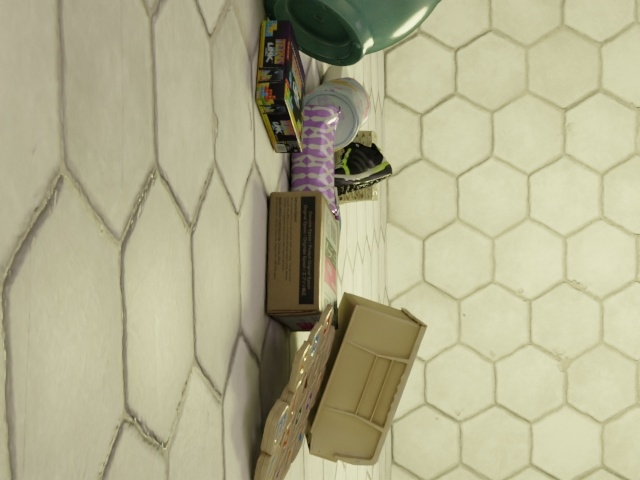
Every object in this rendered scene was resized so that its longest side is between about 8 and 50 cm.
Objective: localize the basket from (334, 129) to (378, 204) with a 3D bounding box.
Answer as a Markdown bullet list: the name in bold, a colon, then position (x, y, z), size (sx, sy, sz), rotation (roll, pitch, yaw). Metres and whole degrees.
- **basket**: position (0.071, -0.161, 2.406), size (0.113, 0.103, 0.167), rotation (-9, 99, -81)

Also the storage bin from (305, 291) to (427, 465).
- **storage bin**: position (0.064, 0.232, 1.880), size (0.262, 0.123, 0.260), rotation (-143, -107, -86)

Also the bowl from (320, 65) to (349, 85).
- **bowl**: position (0.035, -0.294, 2.317), size (0.142, 0.053, 0.142), rotation (-80, 161, -50)

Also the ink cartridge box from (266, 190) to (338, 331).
- **ink cartridge box**: position (-0.025, 0.039, 1.775), size (0.234, 0.088, 0.193), rotation (57, 32, -77)

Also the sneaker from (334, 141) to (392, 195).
- **sneaker**: position (0.055, -0.151, 2.260), size (0.235, 0.084, 0.097), rotation (-18, 82, -53)

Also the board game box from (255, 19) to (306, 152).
- **board game box**: position (-0.058, -0.235, 1.701), size (0.170, 0.048, 0.141), rotation (71, 21, -66)

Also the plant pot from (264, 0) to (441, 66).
- **plant pot**: position (0.034, -0.395, 1.695), size (0.196, 0.293, 0.293), rotation (-59, 160, -19)

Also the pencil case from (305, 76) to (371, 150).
- **pencil case**: position (0.031, -0.241, 2.101), size (0.273, 0.114, 0.124), rotation (-61, 159, -74)

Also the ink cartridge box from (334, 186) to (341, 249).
- **ink cartridge box**: position (0.000, 0.000, 2.043), size (0.104, 0.060, 0.180), rotation (81, 12, -48)

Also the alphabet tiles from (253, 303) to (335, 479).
- **alphabet tiles**: position (-0.037, 0.243, 1.635), size (0.284, 0.021, 0.277), rotation (-53, 159, -60)

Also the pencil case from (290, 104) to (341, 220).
- **pencil case**: position (-0.008, -0.133, 1.907), size (0.086, 0.088, 0.206), rotation (57, 32, -79)
